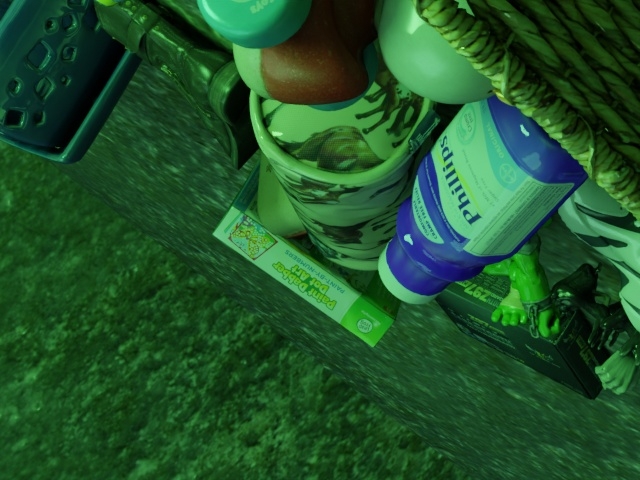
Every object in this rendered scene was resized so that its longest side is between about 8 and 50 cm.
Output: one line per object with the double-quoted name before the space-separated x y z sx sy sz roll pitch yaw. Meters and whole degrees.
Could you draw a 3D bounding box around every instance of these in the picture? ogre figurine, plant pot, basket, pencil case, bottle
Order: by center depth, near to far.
"basket" 0.150 -0.136 0.954 0.299 0.223 0.213 38 168 -25
"bottle" 0.137 -0.041 1.402 0.092 0.118 0.283 -4 152 -29
"pencil case" 0.045 -0.087 1.591 0.159 0.184 0.410 62 179 14
"ogre figurine" 0.196 0.004 1.700 0.097 0.197 0.118 -6 125 10
"plant pot" -0.373 -0.233 2.057 0.212 0.236 0.236 35 170 -39

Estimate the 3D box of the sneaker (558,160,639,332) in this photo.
"sneaker" 0.307 -0.014 1.404 0.153 0.094 0.235 -8 119 45

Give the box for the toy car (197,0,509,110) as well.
"toy car" 0.072 -0.179 1.126 0.238 0.210 0.219 15 175 17

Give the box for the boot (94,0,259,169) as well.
"boot" -0.163 -0.209 1.956 0.229 0.091 0.263 36 166 17

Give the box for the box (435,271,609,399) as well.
"box" 0.252 0.105 2.119 0.233 0.059 0.183 27 166 35

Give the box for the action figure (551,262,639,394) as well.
"action figure" 0.350 0.105 1.626 0.164 0.141 0.276 28 174 -29

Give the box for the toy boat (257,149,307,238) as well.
"toy boat" 0.018 -0.077 1.897 0.151 0.151 0.231 5 176 -13

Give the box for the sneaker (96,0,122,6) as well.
"sneaker" -0.255 -0.341 1.704 0.082 0.069 0.209 -26 115 39

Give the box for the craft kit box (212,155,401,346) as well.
"craft kit box" 0.000 0.000 2.091 0.247 0.061 0.250 33 -157 -3
